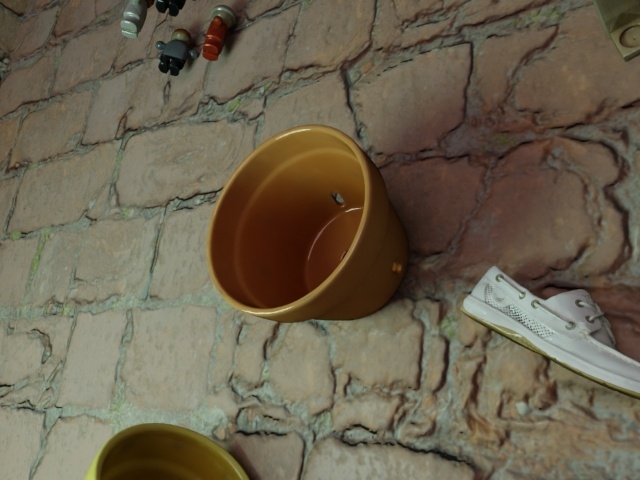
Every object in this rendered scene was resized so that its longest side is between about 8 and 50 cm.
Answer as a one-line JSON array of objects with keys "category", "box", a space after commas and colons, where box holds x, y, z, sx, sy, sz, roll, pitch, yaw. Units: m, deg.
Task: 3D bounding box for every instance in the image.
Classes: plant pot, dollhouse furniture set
[{"category": "plant pot", "box": [0.000, 0.000, 0.982, 0.290, 0.203, 0.291, -16, 61, 30]}, {"category": "dollhouse furniture set", "box": [0.452, -0.286, 0.826, 0.144, 0.123, 0.151, -27, 55, 25]}, {"category": "plant pot", "box": [-0.253, 0.446, 0.955, 0.254, 0.254, 0.239, 47, 116, 41]}]

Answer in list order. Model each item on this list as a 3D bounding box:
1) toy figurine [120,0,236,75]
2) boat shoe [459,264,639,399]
[{"category": "toy figurine", "box": [-0.322, -0.501, 1.463, 0.209, 0.213, 0.148, -12, 53, 36]}, {"category": "boat shoe", "box": [0.298, 0.102, 0.778, 0.277, 0.098, 0.096, 28, 88, 43]}]
